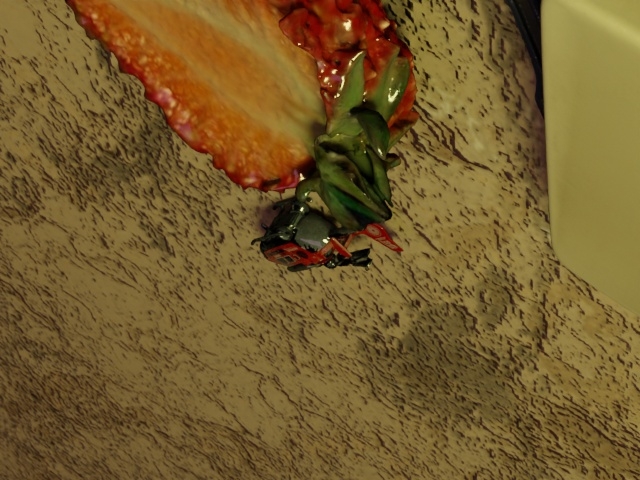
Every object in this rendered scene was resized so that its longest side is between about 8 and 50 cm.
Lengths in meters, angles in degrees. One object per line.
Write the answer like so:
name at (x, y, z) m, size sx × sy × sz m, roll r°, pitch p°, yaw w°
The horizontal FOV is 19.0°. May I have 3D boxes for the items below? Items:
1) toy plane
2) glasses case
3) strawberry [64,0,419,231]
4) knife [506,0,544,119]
toy plane at (0.000, 0.000, 1.368) m, size 0.060 × 0.037 × 0.145 m, roll 44°, pitch 150°, yaw -22°
glasses case at (0.191, -0.044, 0.985) m, size 0.144 × 0.076 × 0.336 m, roll 34°, pitch 166°, yaw 18°
strawberry at (-0.036, -0.126, 1.170) m, size 0.286 × 0.106 × 0.188 m, roll 40°, pitch 148°, yaw 18°
knife at (0.129, -0.110, 1.103) m, size 0.031 × 0.018 × 0.121 m, roll 6°, pitch 137°, yaw 38°
